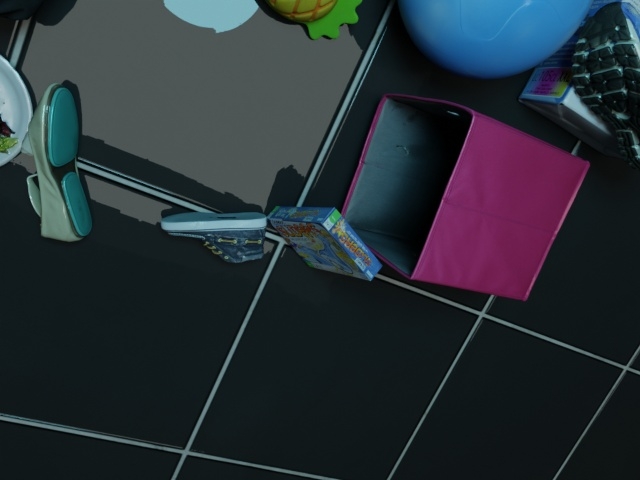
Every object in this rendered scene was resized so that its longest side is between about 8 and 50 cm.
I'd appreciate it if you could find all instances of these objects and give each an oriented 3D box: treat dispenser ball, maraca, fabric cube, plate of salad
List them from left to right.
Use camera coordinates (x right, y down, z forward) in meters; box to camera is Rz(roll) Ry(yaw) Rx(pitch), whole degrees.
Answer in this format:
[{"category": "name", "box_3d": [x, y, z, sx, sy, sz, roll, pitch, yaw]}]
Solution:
[{"category": "plate of salad", "box_3d": [-0.531, -0.194, 0.740, 0.199, 0.048, 0.200, -5, 110, -15]}, {"category": "maraca", "box_3d": [-0.018, -0.388, 0.788, 0.127, 0.099, 0.185, -26, 137, 35]}, {"category": "fabric cube", "box_3d": [0.227, -0.077, 0.865, 0.258, 0.254, 0.259, 12, 105, -28]}, {"category": "treat dispenser ball", "box_3d": [0.259, -0.391, 0.761, 0.288, 0.288, 0.288, -5, 110, -14]}]

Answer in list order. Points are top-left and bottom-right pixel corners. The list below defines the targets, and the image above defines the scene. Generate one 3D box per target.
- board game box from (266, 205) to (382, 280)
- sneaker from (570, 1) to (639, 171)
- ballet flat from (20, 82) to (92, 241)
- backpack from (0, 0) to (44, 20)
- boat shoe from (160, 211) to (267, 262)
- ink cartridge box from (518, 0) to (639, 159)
[{"category": "board game box", "box_3d": [0.000, 0.000, 0.877, 0.035, 0.201, 0.136, -50, 115, -18]}, {"category": "sneaker", "box_3d": [0.531, -0.256, 0.830, 0.330, 0.129, 0.147, 42, 84, -30]}, {"category": "ballet flat", "box_3d": [-0.418, -0.115, 0.788, 0.086, 0.086, 0.249, -4, 111, -14]}, {"category": "backpack", "box_3d": [-0.461, -0.475, 0.549, 0.355, 0.273, 0.290, 43, 111, 5]}, {"category": "boat shoe", "box_3d": [-0.184, -0.003, 0.896, 0.183, 0.065, 0.083, -1, 109, -16]}, {"category": "ink cartridge box", "box_3d": [0.594, -0.375, 0.936, 0.270, 0.151, 0.396, 23, 103, -22]}]
